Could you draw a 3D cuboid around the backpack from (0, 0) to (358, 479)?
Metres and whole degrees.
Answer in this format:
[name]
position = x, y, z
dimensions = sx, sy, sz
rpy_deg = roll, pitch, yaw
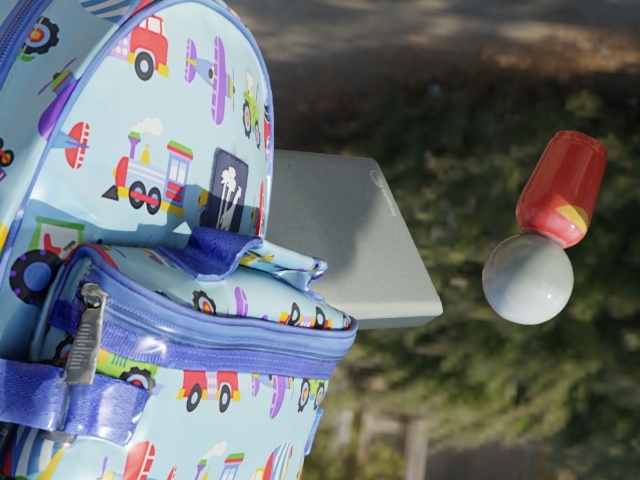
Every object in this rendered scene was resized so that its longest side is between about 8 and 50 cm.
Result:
[backpack]
position = -0.060, 0.009, 0.391
dimensions = 0.117, 0.173, 0.158
rpy_deg = 16, 174, 21

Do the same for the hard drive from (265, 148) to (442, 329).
[hard drive]
position = 0.000, 0.000, 0.827
dimensions = 0.022, 0.094, 0.135
rpy_deg = -34, 160, 31

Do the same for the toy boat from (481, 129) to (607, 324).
[toy boat]
position = 0.283, 0.032, 1.209
dimensions = 0.318, 0.148, 0.267
rpy_deg = 19, 164, 17
